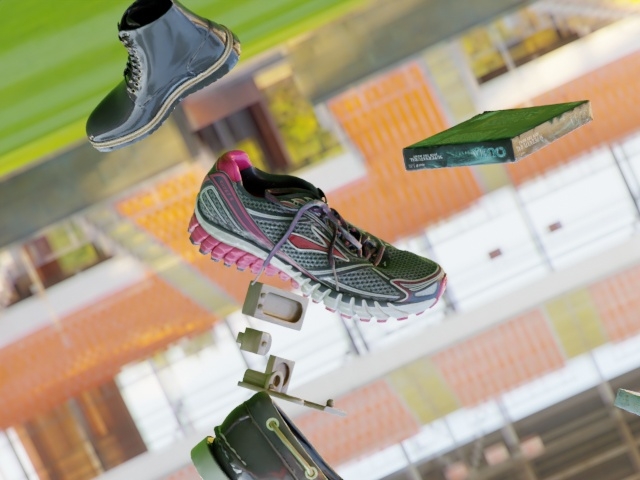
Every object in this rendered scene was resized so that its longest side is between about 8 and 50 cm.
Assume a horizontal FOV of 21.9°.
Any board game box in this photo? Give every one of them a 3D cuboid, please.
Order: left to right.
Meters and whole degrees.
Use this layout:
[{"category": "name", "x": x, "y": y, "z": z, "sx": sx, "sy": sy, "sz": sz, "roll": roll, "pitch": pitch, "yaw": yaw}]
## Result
[{"category": "board game box", "x": 0.182, "y": -0.107, "z": 1.681, "sx": 0.126, "sy": 0.026, "sz": 0.186, "roll": -4, "pitch": -166, "yaw": 35}, {"category": "board game box", "x": 0.348, "y": 0.169, "z": 1.603, "sx": 0.090, "sy": 0.020, "sz": 0.090, "roll": 14, "pitch": -178, "yaw": -23}]

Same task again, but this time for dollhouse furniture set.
[{"category": "dollhouse furniture set", "x": -0.032, "y": 0.153, "z": 2.328, "sx": 0.123, "sy": 0.151, "sz": 0.144, "roll": 13, "pitch": 175, "yaw": 37}]

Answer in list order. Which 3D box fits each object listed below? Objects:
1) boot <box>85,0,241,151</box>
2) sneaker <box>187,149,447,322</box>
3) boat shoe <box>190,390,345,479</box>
[{"category": "boot", "x": -0.199, "y": -0.186, "z": 1.748, "sx": 0.198, "sy": 0.077, "sz": 0.137, "roll": -38, "pitch": 147, "yaw": 12}, {"category": "sneaker", "x": 0.000, "y": 0.000, "z": 1.841, "sx": 0.121, "sy": 0.299, "sz": 0.112, "roll": -65, "pitch": 175, "yaw": -62}, {"category": "boat shoe", "x": 0.018, "y": 0.192, "z": 1.097, "sx": 0.069, "sy": 0.228, "sz": 0.081, "roll": -46, "pitch": -162, "yaw": 7}]
